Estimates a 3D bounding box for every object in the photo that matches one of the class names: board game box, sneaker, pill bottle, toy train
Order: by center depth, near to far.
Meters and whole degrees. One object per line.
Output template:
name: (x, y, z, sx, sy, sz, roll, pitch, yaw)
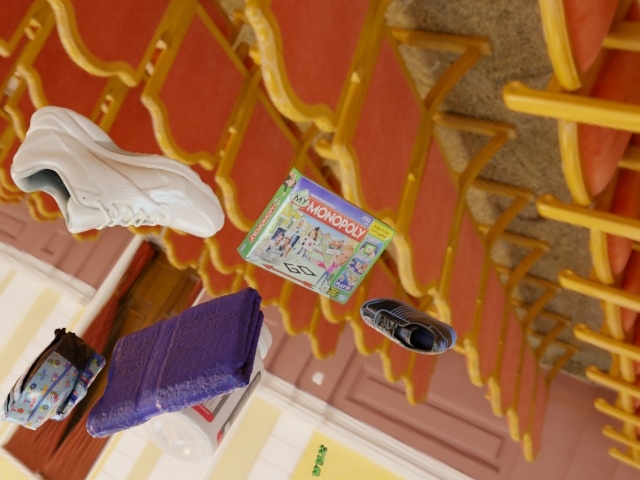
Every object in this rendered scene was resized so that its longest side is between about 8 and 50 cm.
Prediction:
sneaker: (-0.220, -0.044, 0.732, 0.232, 0.115, 0.090, 24, 146, -9)
pill bottle: (-0.229, 0.298, 1.455, 0.176, 0.319, 0.176, 15, 130, 18)
sneaker: (0.175, 0.183, 1.470, 0.232, 0.082, 0.090, 16, -168, 33)
board game box: (0.000, 0.000, 1.489, 0.317, 0.214, 0.046, 27, -167, -40)
toy train: (-0.002, 0.568, 1.750, 0.023, 0.083, 0.017, 17, 175, 3)

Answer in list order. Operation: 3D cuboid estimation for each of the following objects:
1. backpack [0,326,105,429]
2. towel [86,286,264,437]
backpack: (-0.501, 0.273, 1.258, 0.117, 0.158, 0.173, 38, -156, -12)
towel: (-0.239, 0.213, 1.169, 0.308, 0.228, 0.076, -23, 123, 19)
